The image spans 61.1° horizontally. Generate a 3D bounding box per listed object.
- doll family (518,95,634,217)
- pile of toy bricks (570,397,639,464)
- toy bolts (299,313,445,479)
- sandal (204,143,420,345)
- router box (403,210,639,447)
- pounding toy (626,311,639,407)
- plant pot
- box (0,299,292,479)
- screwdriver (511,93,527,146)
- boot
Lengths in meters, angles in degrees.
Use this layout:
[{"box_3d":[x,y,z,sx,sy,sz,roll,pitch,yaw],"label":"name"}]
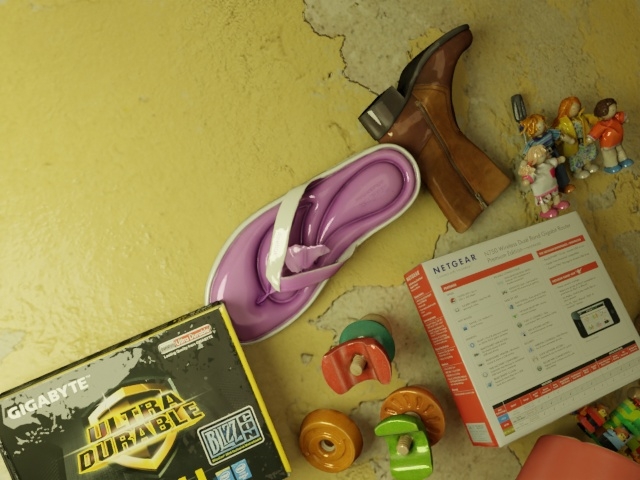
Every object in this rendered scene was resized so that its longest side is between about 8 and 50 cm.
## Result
[{"box_3d":[0.442,-0.170,1.004,0.262,0.118,0.163,-32,112,-13],"label":"doll family"},{"box_3d":[0.533,0.328,0.969,0.105,0.118,0.212,-43,100,3],"label":"pile of toy bricks"},{"box_3d":[0.072,0.232,0.853,0.218,0.158,0.229,-13,101,21],"label":"toy bolts"},{"box_3d":[-0.011,-0.011,0.823,0.416,0.102,0.169,-44,98,-10],"label":"sandal"},{"box_3d":[0.352,0.138,0.918,0.335,0.082,0.302,-16,76,-19],"label":"router box"},{"box_3d":[0.690,0.219,1.018,0.154,0.155,0.270,34,76,-8],"label":"pounding toy"},{"box_3d":[0.412,0.468,0.866,0.274,0.275,0.243,34,66,-12],"label":"plant pot"},{"box_3d":[-0.234,0.262,0.733,0.321,0.079,0.257,-22,95,-12],"label":"box"},{"box_3d":[0.390,-0.194,1.032,0.025,0.024,0.170,-24,100,-47],"label":"screwdriver"},{"box_3d":[0.244,-0.196,0.941,0.280,0.096,0.264,44,74,-11],"label":"boot"}]
